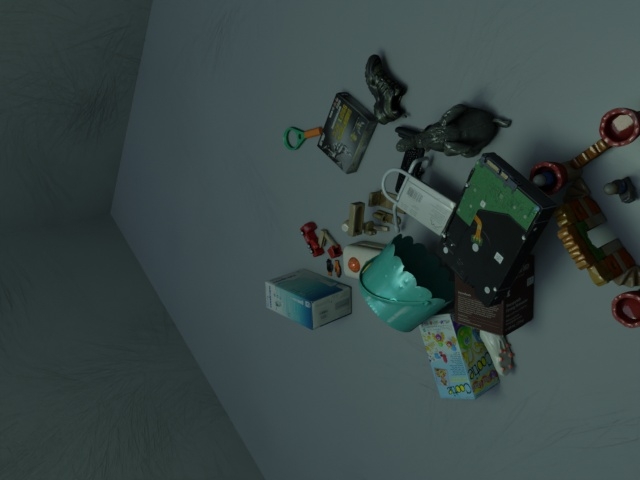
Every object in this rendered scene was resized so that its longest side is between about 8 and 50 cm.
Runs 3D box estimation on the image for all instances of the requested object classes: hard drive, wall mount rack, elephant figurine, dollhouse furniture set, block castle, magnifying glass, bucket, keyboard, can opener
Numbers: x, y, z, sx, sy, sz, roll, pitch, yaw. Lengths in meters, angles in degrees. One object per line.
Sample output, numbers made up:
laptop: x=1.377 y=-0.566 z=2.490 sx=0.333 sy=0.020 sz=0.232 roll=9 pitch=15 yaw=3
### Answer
hard drive: x=0.441 y=-0.025 z=1.500 sx=0.237 sy=0.064 sz=0.339 roll=53 pitch=143 yaw=39
wall mount rack: x=0.342 y=-0.081 z=1.832 sx=0.350 sy=0.130 sz=0.304 roll=39 pitch=126 yaw=27
elephant figurine: x=0.370 y=-0.298 z=1.638 sx=0.169 sy=0.239 sz=0.186 roll=49 pitch=135 yaw=26
dollhouse furniture set: x=0.194 y=-0.081 z=1.984 sx=0.123 sy=0.151 sz=0.144 roll=23 pitch=117 yaw=42
block castle: x=0.719 y=-0.051 z=1.342 sx=0.303 sy=0.213 sz=0.453 roll=-42 pitch=71 yaw=48
magnifying glass: x=-0.073 y=-0.412 z=2.283 sx=0.231 sy=0.026 sz=0.092 roll=-3 pitch=100 yaw=49
bucket: x=0.263 y=0.134 z=1.790 sx=0.183 sy=0.281 sz=0.281 roll=-47 pitch=65 yaw=25
keyboard: x=0.295 y=-0.226 z=1.912 sx=0.100 sy=0.038 sz=0.192 roll=36 pitch=129 yaw=36
can opener: x=0.314 y=-0.330 z=1.849 sx=0.186 sy=0.073 sz=0.059 roll=21 pitch=157 yaw=47

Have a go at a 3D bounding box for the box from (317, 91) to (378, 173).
box: x=0.093 y=-0.383 z=2.075 sx=0.183 sy=0.056 sz=0.231 roll=48 pitch=135 yaw=28

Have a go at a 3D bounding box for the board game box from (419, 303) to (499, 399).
board game box: x=0.441 y=0.351 z=1.861 sx=0.144 sy=0.142 sz=0.275 roll=-17 pitch=90 yaw=51

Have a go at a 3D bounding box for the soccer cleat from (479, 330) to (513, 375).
soccer cleat: x=0.541 y=0.323 z=1.801 sx=0.076 sy=0.068 sz=0.196 roll=-22 pitch=79 yaw=55

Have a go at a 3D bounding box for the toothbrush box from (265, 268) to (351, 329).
toothbrush box: x=-0.052 y=0.229 z=2.335 sx=0.295 sy=0.216 sz=0.126 roll=18 pitch=116 yaw=44

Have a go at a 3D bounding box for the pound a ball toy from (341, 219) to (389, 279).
pound a ball toy: x=0.187 y=0.048 z=2.056 sx=0.319 sy=0.135 sz=0.208 roll=12 pitch=112 yaw=46

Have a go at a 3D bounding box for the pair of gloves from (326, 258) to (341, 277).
pair of gloves: x=0.053 y=0.111 z=2.332 sx=0.083 sy=0.010 sz=0.074 roll=10 pitch=112 yaw=50

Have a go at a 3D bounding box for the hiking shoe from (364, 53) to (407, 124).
hiking shoe: x=0.221 y=-0.498 z=1.882 sx=0.114 sy=0.086 sz=0.227 roll=-8 pitch=103 yaw=37

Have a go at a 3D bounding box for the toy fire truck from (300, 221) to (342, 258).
toy fire truck: x=0.000 y=0.000 z=2.325 sx=0.135 sy=0.047 sz=0.192 roll=-40 pitch=71 yaw=48

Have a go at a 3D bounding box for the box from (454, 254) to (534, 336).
box: x=0.506 y=0.144 z=1.691 sx=0.167 sy=0.168 sz=0.203 roll=14 pitch=114 yaw=47
